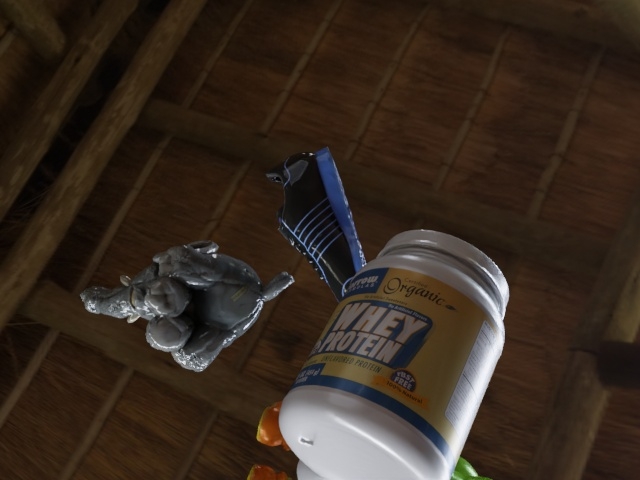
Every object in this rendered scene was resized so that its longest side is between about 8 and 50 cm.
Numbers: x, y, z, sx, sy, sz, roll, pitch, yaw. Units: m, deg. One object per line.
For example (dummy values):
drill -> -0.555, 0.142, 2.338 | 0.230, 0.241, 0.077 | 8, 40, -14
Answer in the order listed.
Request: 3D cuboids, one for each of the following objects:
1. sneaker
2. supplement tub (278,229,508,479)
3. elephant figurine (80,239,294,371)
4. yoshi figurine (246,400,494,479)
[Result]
sneaker -> 0.000, 0.000, 0.961 | 0.090, 0.081, 0.232 | -18, -109, 5
supplement tub -> 0.069, 0.103, 0.657 | 0.144, 0.144, 0.200 | 46, -126, -21
elephant figurine -> -0.190, 0.068, 1.059 | 0.186, 0.239, 0.169 | 32, -99, -24
yoshi figurine -> 0.085, 0.353, 1.137 | 0.203, 0.362, 0.203 | -60, -22, -58
